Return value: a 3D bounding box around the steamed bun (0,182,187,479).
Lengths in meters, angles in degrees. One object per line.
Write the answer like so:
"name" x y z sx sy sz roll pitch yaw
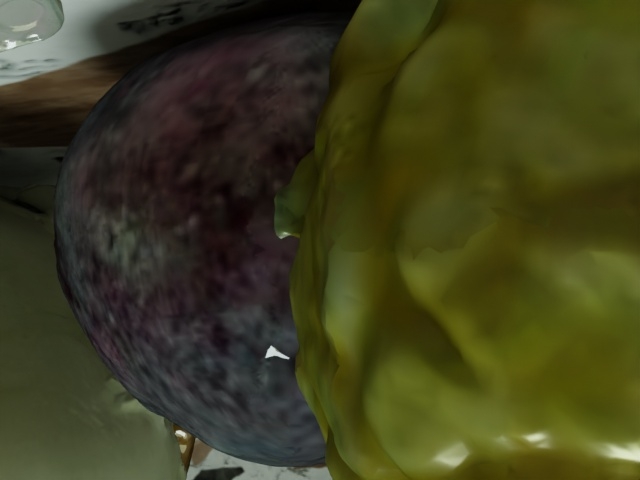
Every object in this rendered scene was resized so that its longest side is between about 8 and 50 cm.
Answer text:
"steamed bun" -0.243 0.079 0.850 0.312 0.233 0.334 3 158 -35

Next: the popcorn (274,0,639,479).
"popcorn" 0.117 0.006 0.498 0.247 0.282 0.282 28 -168 35

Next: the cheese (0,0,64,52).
"cheese" -0.214 -0.052 0.610 0.255 0.050 0.127 -17 155 2

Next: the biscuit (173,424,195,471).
"biscuit" -0.093 0.085 0.996 0.043 0.278 0.301 13 143 -13

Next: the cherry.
"cherry" -0.011 -0.001 0.682 0.195 0.195 0.195 -6 170 -1
